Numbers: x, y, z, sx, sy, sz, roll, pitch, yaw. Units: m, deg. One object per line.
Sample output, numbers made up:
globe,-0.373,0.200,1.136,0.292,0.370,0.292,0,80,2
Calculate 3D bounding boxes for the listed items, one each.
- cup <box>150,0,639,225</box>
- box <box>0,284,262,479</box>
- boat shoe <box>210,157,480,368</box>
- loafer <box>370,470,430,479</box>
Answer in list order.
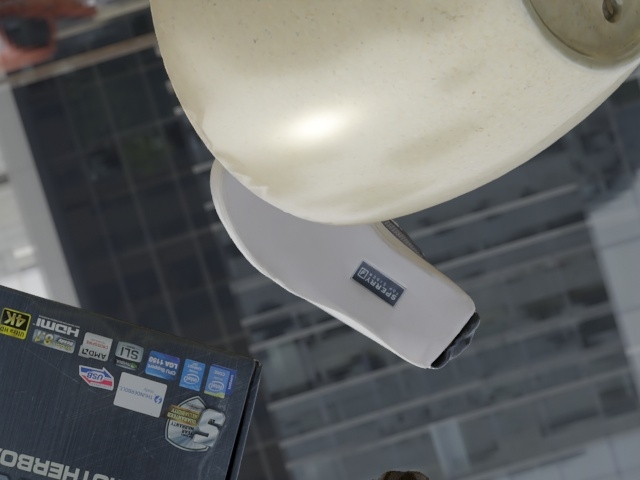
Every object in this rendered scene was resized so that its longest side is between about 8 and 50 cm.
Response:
cup,0.088,-0.178,1.172,0.331,0.331,0.237,-19,-169,-40
box,-0.159,0.111,0.794,0.232,0.183,0.059,18,169,-15
boat shoe,0.000,0.000,1.792,0.127,0.340,0.158,-49,-151,-3
loafer,0.066,0.230,1.537,0.078,0.080,0.220,-64,-164,-14
